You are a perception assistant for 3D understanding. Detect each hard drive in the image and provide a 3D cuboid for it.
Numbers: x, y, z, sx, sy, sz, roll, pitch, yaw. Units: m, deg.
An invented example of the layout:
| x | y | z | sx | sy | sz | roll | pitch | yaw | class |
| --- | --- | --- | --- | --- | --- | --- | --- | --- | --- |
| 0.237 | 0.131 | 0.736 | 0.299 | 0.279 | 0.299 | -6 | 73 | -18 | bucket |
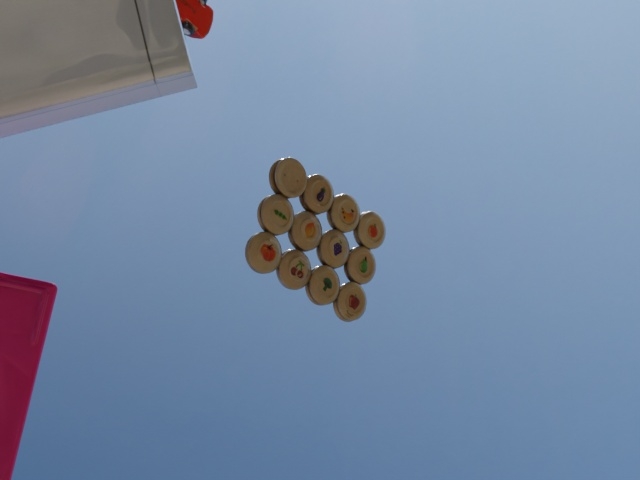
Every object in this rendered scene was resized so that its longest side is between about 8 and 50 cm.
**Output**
| x | y | z | sx | sy | sz | roll | pitch | yaw | class |
| --- | --- | --- | --- | --- | --- | --- | --- | --- | --- |
| -0.309 | -0.200 | 0.870 | 0.353 | 0.047 | 0.233 | -15 | -110 | -3 | hard drive |

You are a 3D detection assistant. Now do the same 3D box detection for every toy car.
| x | y | z | sx | sy | sz | roll | pitch | yaw | class |
| --- | --- | --- | --- | --- | --- | --- | --- | --- | --- |
| -0.243 | -0.371 | 1.227 | 0.239 | 0.053 | 0.225 | -9 | -83 | -50 | toy car |

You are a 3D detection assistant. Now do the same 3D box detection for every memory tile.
| x | y | z | sx | sy | sz | roll | pitch | yaw | class |
| --- | --- | --- | --- | --- | --- | --- | --- | --- | --- |
| 0.000 | 0.000 | 0.887 | 0.148 | 0.012 | 0.113 | 31 | -113 | -34 | memory tile |

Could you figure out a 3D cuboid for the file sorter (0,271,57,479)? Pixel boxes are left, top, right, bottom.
| x | y | z | sx | sy | sz | roll | pitch | yaw | class |
| --- | --- | --- | --- | --- | --- | --- | --- | --- | --- |
| -0.367 | 0.110 | 0.736 | 0.291 | 0.182 | 0.202 | 13 | -102 | -12 | file sorter |
